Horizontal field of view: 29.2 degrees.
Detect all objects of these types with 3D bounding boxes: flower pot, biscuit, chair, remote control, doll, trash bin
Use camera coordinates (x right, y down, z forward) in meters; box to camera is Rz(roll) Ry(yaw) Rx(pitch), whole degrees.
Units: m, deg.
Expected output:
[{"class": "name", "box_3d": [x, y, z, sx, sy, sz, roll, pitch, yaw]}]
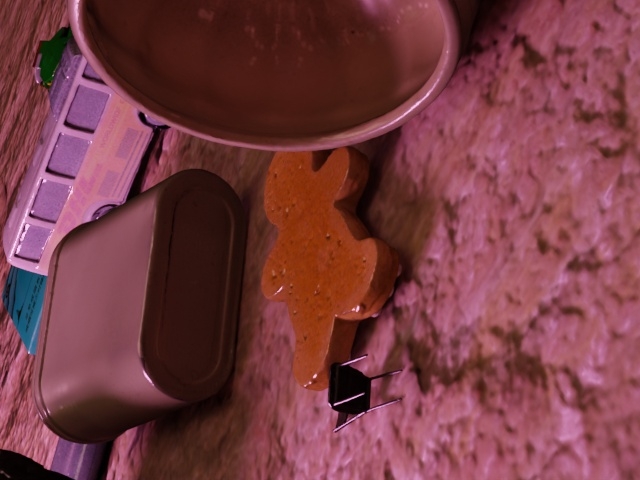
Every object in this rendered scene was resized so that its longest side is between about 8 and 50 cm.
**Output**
[{"class": "flower pot", "box_3d": [-0.035, -0.237, 0.899, 0.307, 0.307, 0.244, -39, 40, 49]}, {"class": "biscuit", "box_3d": [0.001, 0.000, 0.999, 0.158, 0.035, 0.240, -55, 34, 30]}, {"class": "chair", "box_3d": [0.021, 0.111, 0.898, 0.086, 0.042, 0.037, -34, 43, 51]}, {"class": "remote control", "box_3d": [-0.287, 0.294, 1.383, 0.107, 0.044, 0.378, 12, 86, 68]}, {"class": "doll", "box_3d": [-0.299, -0.224, 1.610, 0.134, 0.106, 0.186, -53, 49, 12]}, {"class": "trash bin", "box_3d": [-0.181, 0.068, 1.226, 0.247, 0.121, 0.243, -26, 54, 51]}]

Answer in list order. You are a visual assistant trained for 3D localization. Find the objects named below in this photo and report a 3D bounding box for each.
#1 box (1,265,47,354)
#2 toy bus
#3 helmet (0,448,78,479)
[{"class": "box", "box_3d": [-0.385, 0.046, 1.699, 0.226, 0.042, 0.161, 36, 107, 61]}, {"class": "toy bus", "box_3d": [-0.268, -0.115, 1.457, 0.343, 0.138, 0.097, -64, 26, 23]}, {"class": "helmet", "box_3d": [-0.245, 0.328, 1.142, 0.305, 0.177, 0.225, -117, 41, -61]}]
